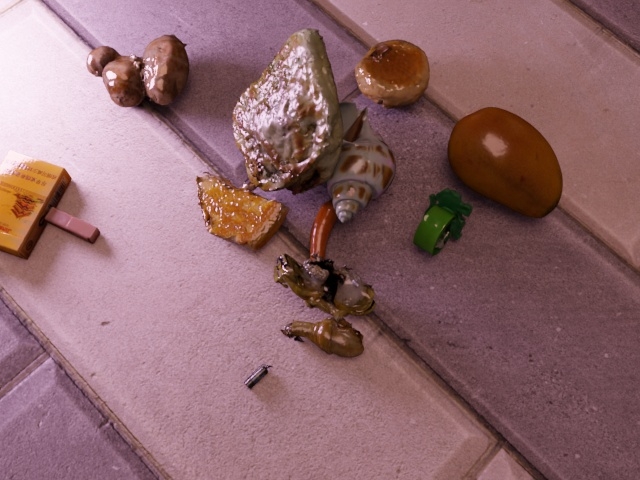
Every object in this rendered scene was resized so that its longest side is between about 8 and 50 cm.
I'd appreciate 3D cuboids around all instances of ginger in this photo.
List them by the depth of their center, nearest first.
[{"bbox_3d":[-0.546,-0.506,1.875,0.304,0.155,0.244,-8,71,-8],"label":"ginger"}]

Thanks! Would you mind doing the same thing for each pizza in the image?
[{"bbox_3d":[-0.250,-0.089,1.782,0.297,0.071,0.189,27,81,10],"label":"pizza"}]

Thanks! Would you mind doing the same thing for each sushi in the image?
[{"bbox_3d":[0.017,0.122,1.656,0.291,0.139,0.131,27,108,-15],"label":"sushi"}]

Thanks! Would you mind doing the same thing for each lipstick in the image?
[{"bbox_3d":[-0.695,-0.042,1.744,0.145,0.045,0.045,24,71,5],"label":"lipstick"}]

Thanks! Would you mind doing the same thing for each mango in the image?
[{"bbox_3d":[0.547,-0.227,1.817,0.378,0.221,0.264,42,67,1],"label":"mango"}]

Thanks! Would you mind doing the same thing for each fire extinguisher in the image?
[{"bbox_3d":[-0.165,0.353,1.639,0.083,0.025,0.038,-40,53,-17],"label":"fire extinguisher"}]

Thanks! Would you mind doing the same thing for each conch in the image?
[{"bbox_3d":[0.092,-0.223,1.767,0.249,0.197,0.368,32,32,-24],"label":"conch"}]

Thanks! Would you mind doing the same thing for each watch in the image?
[{"bbox_3d":[0.328,-0.050,1.756,0.131,0.165,0.152,36,52,22],"label":"watch"}]

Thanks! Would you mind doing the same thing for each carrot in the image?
[{"bbox_3d":[0.000,0.000,1.773,0.062,0.066,0.271,2,66,35],"label":"carrot"}]

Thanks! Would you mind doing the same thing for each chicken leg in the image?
[{"bbox_3d":[0.010,0.247,1.667,0.228,0.088,0.103,16,78,9],"label":"chicken leg"}]

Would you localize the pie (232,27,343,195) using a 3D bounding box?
[{"bbox_3d":[-0.077,-0.337,1.693,0.181,0.418,0.395,-4,61,-36],"label":"pie"}]

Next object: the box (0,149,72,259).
[{"bbox_3d":[-0.847,-0.102,1.742,0.174,0.076,0.274,18,69,5],"label":"box"}]

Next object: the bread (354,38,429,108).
[{"bbox_3d":[0.222,-0.512,1.946,0.245,0.134,0.244,1,66,-3],"label":"bread"}]
